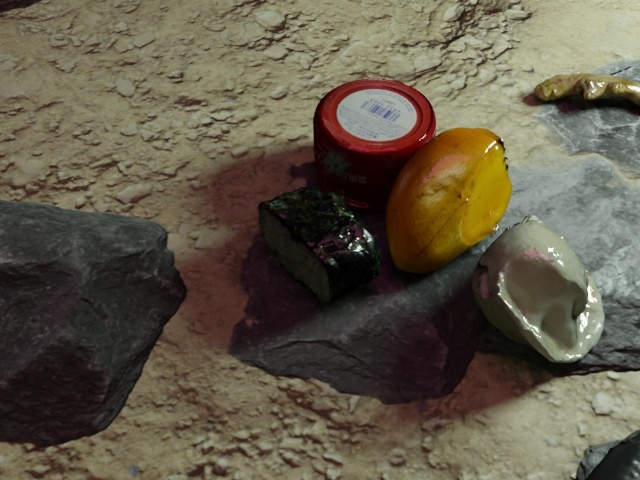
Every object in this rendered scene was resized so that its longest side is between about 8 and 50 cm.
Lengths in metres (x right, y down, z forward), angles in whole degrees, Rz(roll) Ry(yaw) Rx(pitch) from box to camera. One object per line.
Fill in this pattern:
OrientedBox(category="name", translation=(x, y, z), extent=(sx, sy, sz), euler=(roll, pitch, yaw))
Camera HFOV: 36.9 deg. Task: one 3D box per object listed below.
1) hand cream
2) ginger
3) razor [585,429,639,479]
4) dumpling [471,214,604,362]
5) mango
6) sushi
OrientedBox(category="hand cream", translation=(0.097, -0.175, 1.724), extent=(0.230, 0.149, 0.230), euler=(1, 45, -1))
OrientedBox(category="ginger", translation=(0.564, -0.293, 1.868), extent=(0.288, 0.075, 0.089), euler=(7, 23, 15))
OrientedBox(category="razor", translation=(0.393, 0.385, 1.204), extent=(0.189, 0.107, 0.327), euler=(30, 54, 31))
OrientedBox(category="dumpling", translation=(0.355, 0.071, 1.487), extent=(0.227, 0.175, 0.243), euler=(40, 70, -1))
OrientedBox(category="mango", translation=(0.198, -0.061, 1.601), extent=(0.257, 0.187, 0.138), euler=(-40, 28, -20))
OrientedBox(category="sushi", translation=(0.000, 0.000, 1.577), extent=(0.127, 0.124, 0.225), euler=(-28, 46, -23))
